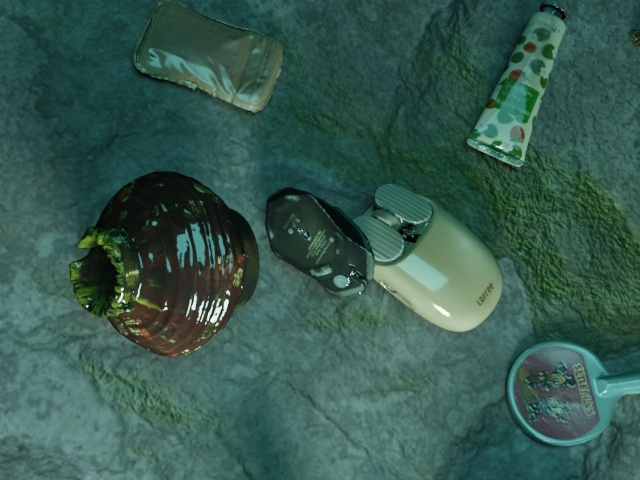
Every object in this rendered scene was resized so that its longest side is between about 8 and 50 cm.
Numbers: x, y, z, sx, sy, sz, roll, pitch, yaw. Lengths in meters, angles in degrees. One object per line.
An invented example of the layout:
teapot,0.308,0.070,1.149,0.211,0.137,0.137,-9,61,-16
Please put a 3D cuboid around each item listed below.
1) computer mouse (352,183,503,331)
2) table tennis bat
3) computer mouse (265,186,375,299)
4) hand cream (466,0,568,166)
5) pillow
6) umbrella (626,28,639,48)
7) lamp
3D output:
computer mouse,0.152,0.025,1.794,0.236,0.082,0.145,40,69,3
table tennis bat,0.383,0.212,1.804,0.244,0.040,0.153,-6,72,-9
computer mouse,0.000,0.000,1.765,0.192,0.062,0.106,42,112,14
hand cream,0.313,-0.246,1.939,0.095,0.059,0.276,24,72,0
pillow,-0.162,-0.272,1.860,0.211,0.034,0.135,21,64,-5
umbrella,0.527,-0.331,2.032,0.083,0.020,0.031,-17,76,-22
lamp,-0.205,0.030,1.641,0.247,0.247,0.247,4,70,-10
